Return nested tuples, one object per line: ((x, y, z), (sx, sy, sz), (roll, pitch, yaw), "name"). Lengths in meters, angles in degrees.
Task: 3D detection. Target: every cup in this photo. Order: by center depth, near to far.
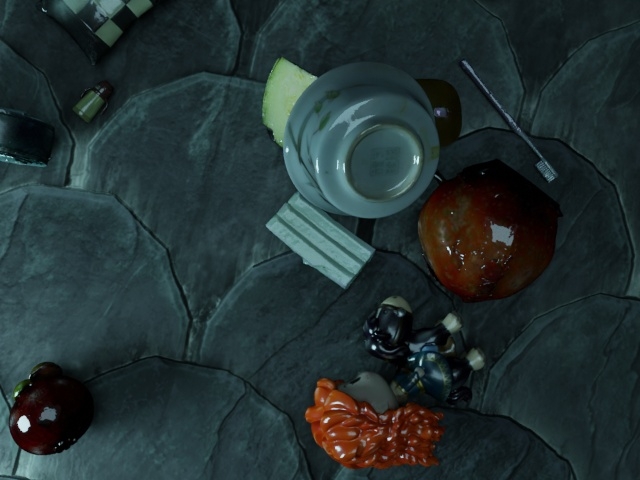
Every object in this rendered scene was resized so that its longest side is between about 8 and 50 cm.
((0.106, -0.185, 1.464), (0.347, 0.163, 0.347), (-6, 115, -13), "cup")

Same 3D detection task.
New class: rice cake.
((0.000, 0.000, 1.593), (0.237, 0.043, 0.127), (40, 86, -3), "rice cake")

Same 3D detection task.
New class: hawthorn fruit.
((0.364, -0.021, 1.505), (0.316, 0.316, 0.315), (0, 90, -4), "hawthorn fruit")

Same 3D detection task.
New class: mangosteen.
((-0.578, 0.354, 1.496), (0.200, 0.200, 0.199), (0, 90, -4), "mangosteen")

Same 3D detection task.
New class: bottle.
((-0.498, -0.309, 1.557), (0.063, 0.047, 0.101), (43, 82, -23), "bottle")

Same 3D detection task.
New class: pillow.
((-0.468, -0.525, 1.528), (0.250, 0.106, 0.186), (-42, 92, 1), "pillow")

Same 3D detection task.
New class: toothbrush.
((0.435, -0.278, 1.638), (0.029, 0.024, 0.354), (-39, 94, 5), "toothbrush")

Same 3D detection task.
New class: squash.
((-0.038, -0.293, 1.578), (0.192, 0.085, 0.184), (37, 117, 25), "squash")

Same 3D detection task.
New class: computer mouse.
((0.172, -0.281, 1.595), (0.311, 0.072, 0.158), (-4, 92, -5), "computer mouse")

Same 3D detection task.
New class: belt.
((-0.689, -0.224, 1.460), (0.268, 0.206, 0.116), (10, 86, 2), "belt")

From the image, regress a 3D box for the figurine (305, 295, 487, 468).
((0.169, 0.314, 1.531), (0.306, 0.241, 0.411), (34, 77, -12), "figurine")
